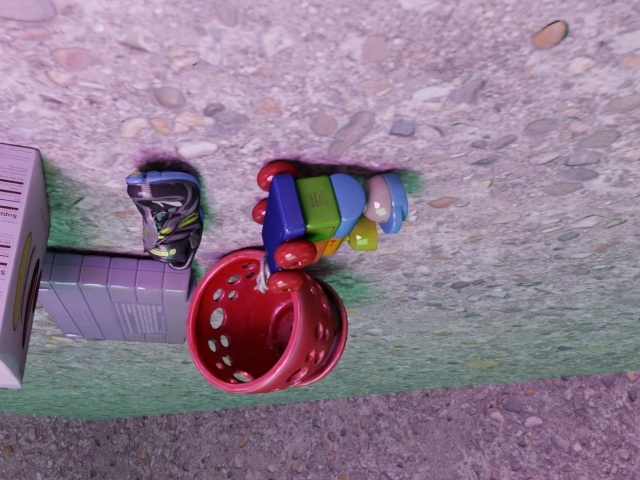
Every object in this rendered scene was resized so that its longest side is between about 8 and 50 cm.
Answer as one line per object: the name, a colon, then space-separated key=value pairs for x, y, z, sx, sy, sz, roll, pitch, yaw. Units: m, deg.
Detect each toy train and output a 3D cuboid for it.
toy train: x=0.000 y=0.000 z=0.687 sx=0.143 sy=0.105 sz=0.248 roll=-9 pitch=160 yaw=-13

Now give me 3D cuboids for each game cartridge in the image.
game cartridge: x=-0.324 y=0.103 z=0.985 sx=0.230 sy=0.068 sz=0.355 roll=1 pitch=158 yaw=-14

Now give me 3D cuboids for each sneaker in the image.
sneaker: x=-0.161 y=-0.018 z=0.649 sx=0.066 sy=0.078 sz=0.188 roll=0 pitch=158 yaw=-1

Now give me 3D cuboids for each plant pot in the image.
plant pot: x=-0.068 y=0.123 z=0.860 sx=0.191 sy=0.191 sz=0.174 roll=-11 pitch=161 yaw=25

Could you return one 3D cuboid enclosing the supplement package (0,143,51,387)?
supplement package: x=-0.369 y=0.030 z=0.603 sx=0.149 sy=0.203 sz=0.194 roll=7 pitch=158 yaw=-18
